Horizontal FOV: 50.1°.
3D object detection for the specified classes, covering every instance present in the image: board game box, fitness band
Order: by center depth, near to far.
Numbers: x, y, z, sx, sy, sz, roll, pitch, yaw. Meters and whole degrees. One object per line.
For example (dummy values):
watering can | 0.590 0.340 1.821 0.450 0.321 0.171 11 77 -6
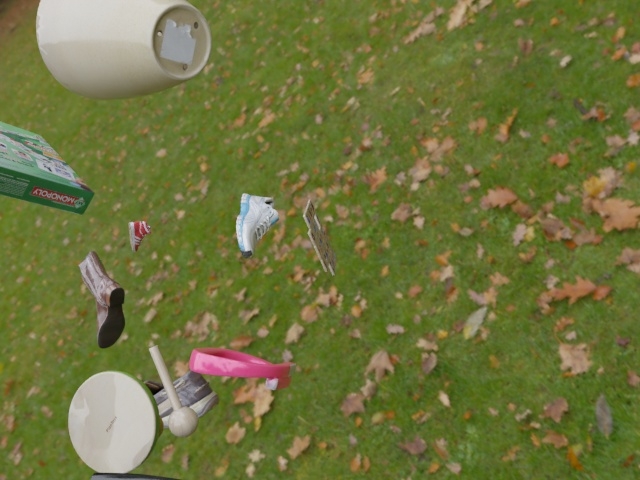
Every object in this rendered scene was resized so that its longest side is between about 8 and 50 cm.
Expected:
board game box | -0.519 -0.140 1.008 0.213 0.317 0.046 39 102 36
fitness band | -0.171 0.282 1.520 0.209 0.291 0.054 9 83 12

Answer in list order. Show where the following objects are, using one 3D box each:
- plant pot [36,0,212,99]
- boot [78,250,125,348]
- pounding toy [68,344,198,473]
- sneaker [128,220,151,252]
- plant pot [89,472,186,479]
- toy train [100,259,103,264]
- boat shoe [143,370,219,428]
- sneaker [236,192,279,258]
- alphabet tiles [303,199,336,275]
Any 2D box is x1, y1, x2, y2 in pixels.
plant pot | -0.331 -0.367 1.246 0.274 0.256 0.256 20 69 40
boot | -0.318 0.083 0.981 0.114 0.037 0.106 35 115 41
pounding toy | -0.333 0.313 1.255 0.237 0.110 0.183 -30 78 14
sneaker | -0.572 -0.012 2.182 0.067 0.118 0.042 -12 44 -23
plant pot | -0.293 0.455 1.073 0.188 0.167 0.187 107 180 -67
toy train | -0.521 0.080 1.624 0.017 0.083 0.024 11 34 29
boat shoe | -0.422 0.411 1.708 0.355 0.130 0.132 -23 -1 12
sneaker | -0.130 -0.038 1.440 0.083 0.071 0.191 -3 42 3
alphabet tiles | 0.000 0.000 1.917 0.009 0.198 0.237 -22 14 10
